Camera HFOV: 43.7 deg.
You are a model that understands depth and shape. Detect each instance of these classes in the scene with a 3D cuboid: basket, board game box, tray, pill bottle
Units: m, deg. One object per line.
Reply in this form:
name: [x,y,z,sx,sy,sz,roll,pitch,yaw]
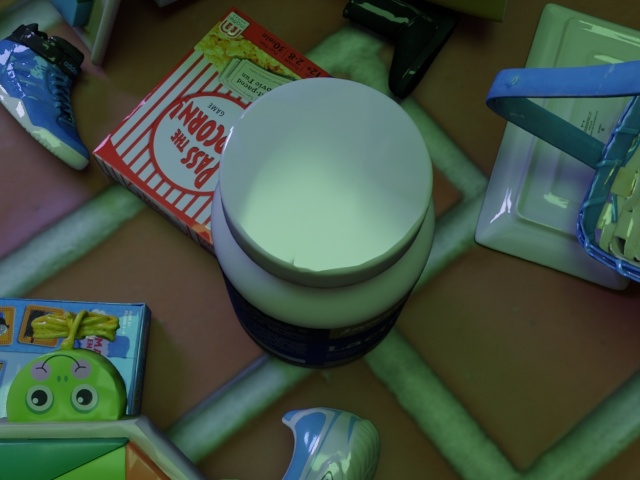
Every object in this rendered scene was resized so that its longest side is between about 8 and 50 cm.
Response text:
basket: [0.295,-0.053,0.576,0.289,0.255,0.201,28,86,-26]
board game box: [-0.084,-0.098,0.725,0.147,0.045,0.193,36,75,10]
board game box: [-0.254,0.127,0.651,0.212,0.039,0.160,3,72,0]
tray: [0.249,-0.100,0.742,0.145,0.030,0.270,19,73,4]
pill bottle: [0.000,0.000,0.580,0.153,0.264,0.153,0,72,-1]

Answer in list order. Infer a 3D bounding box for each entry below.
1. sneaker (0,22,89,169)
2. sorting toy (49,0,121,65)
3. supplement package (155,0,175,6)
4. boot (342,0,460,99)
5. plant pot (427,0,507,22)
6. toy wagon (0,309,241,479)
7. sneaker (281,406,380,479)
sneaker: [-0.243,-0.138,0.728,0.084,0.058,0.152,-44,71,-5]
sorting toy: [-0.235,-0.292,0.715,0.038,0.193,0.208,-23,70,-39]
supplement package: [-0.154,-0.395,0.727,0.145,0.204,0.261,-31,75,-22]
boot: [0.067,-0.201,0.763,0.099,0.045,0.121,32,67,6]
plant pot: [0.094,-0.353,0.718,0.187,0.212,0.212,8,59,8]
toy wagon: [-0.189,0.223,0.577,0.268,0.068,0.344,0,88,-1]
sneaker: [-0.017,0.245,0.605,0.086,0.085,0.237,6,74,28]
